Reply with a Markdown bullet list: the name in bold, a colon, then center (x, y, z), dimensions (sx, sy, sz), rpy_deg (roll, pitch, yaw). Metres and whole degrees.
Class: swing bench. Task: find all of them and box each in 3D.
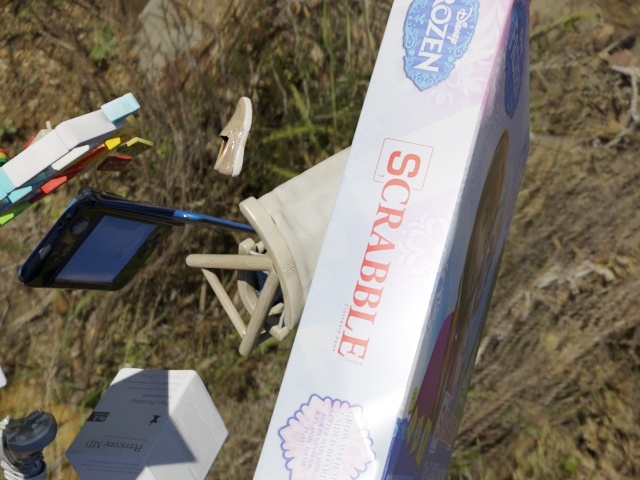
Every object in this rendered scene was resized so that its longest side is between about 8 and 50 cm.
- **swing bench**: center (0.000, 0.000, 1.180), dimensions (0.165, 0.253, 0.254), rpy_deg (58, 151, 1)

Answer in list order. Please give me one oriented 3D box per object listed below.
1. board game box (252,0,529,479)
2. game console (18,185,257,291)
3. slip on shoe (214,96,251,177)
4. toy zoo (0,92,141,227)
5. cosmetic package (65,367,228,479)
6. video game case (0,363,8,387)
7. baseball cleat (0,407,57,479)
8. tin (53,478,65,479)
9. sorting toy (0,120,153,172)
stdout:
- **board game box**: center (0.070, 0.022, 0.602), dimensions (0.066, 0.318, 0.319), rpy_deg (13, 169, 16)
- **game console**: center (-0.257, 0.021, 1.399), dimensions (0.173, 0.293, 0.250), rpy_deg (42, 98, 16)
- **slip on shoe**: center (-0.144, -0.172, 1.516), dimensions (0.041, 0.051, 0.135), rpy_deg (12, 85, -19)
- **toy zoo**: center (-0.327, -0.080, 1.083), dimensions (0.293, 0.192, 0.030), rpy_deg (-32, 95, 14)
- **cosmetic package**: center (-0.266, 0.317, 1.452), dimensions (0.151, 0.184, 0.151), rpy_deg (-3, 126, 26)
- **video game case**: center (-0.426, 0.087, 0.848), dimensions (0.212, 0.023, 0.193), rpy_deg (-22, 95, -17)
- **baseball cleat**: center (-0.400, 0.290, 1.285), dimensions (0.206, 0.072, 0.109), rpy_deg (-12, 112, 53)
- **tin**: center (-0.496, 0.467, 1.559), dimensions (0.040, 0.189, 0.106), rpy_deg (36, 121, 28)
- **sorting toy**: center (-0.417, -0.161, 1.533), dimensions (0.274, 0.046, 0.132), rpy_deg (-4, 160, -40)
